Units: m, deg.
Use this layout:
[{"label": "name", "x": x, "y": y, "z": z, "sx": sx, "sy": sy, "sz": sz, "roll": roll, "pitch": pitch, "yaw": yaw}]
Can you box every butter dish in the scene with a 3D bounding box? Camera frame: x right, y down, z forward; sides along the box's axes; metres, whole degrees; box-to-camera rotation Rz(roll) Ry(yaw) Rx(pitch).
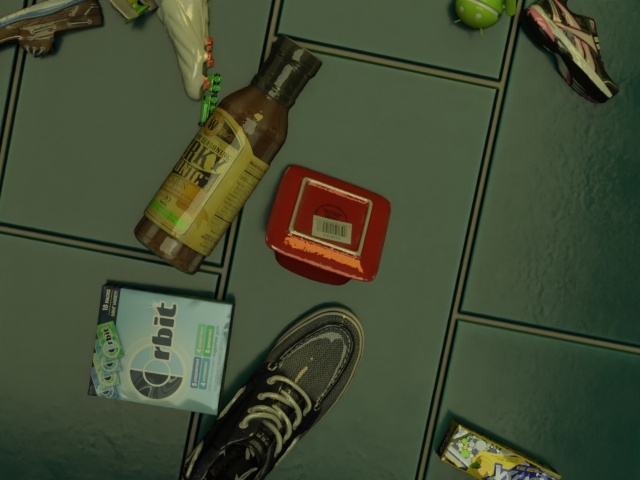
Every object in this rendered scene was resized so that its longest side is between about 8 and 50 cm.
[{"label": "butter dish", "x": 0.000, "y": 0.000, "z": 1.930, "sx": 0.160, "sy": 0.118, "sz": 0.159, "roll": 20, "pitch": 50, "yaw": -6}]

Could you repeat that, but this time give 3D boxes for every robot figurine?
[{"label": "robot figurine", "x": 0.228, "y": -0.343, "z": 1.931, "sx": 0.101, "sy": 0.067, "sz": 0.115, "roll": 27, "pitch": 94, "yaw": 22}]

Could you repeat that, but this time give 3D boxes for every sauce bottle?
[{"label": "sauce bottle", "x": -0.122, "y": -0.121, "z": 1.910, "sx": 0.111, "sy": 0.111, "sz": 0.344, "roll": 33, "pitch": 91, "yaw": -6}]

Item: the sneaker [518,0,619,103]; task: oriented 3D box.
[{"label": "sneaker", "x": 0.363, "y": -0.273, "z": 1.948, "sx": 0.077, "sy": 0.072, "sz": 0.178, "roll": -43, "pitch": 102, "yaw": -10}]

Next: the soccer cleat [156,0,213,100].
[{"label": "soccer cleat", "x": -0.186, "y": -0.288, "z": 1.913, "sx": 0.076, "sy": 0.068, "sz": 0.196, "roll": -1, "pitch": 87, "yaw": -1}]

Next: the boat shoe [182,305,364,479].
[{"label": "boat shoe", "x": -0.057, "y": 0.240, "z": 1.920, "sx": 0.127, "sy": 0.158, "sz": 0.340, "roll": 38, "pitch": 92, "yaw": -6}]

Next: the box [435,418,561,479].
[{"label": "box", "x": 0.253, "y": 0.319, "z": 1.999, "sx": 0.169, "sy": 0.054, "sz": 0.059, "roll": 27, "pitch": 92, "yaw": -5}]

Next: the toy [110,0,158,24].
[{"label": "toy", "x": -0.324, "y": -0.383, "z": 1.868, "sx": 0.056, "sy": 0.137, "sz": 0.237, "roll": -40, "pitch": 95, "yaw": 19}]

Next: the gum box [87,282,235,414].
[{"label": "gum box", "x": -0.220, "y": 0.150, "z": 1.948, "sx": 0.184, "sy": 0.041, "sz": 0.156, "roll": 8, "pitch": 93, "yaw": 3}]

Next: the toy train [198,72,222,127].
[{"label": "toy train", "x": -0.154, "y": -0.192, "z": 1.947, "sx": 0.024, "sy": 0.017, "sz": 0.083, "roll": 10, "pitch": 95, "yaw": 5}]

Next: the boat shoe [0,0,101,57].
[{"label": "boat shoe", "x": -0.384, "y": -0.284, "z": 1.899, "sx": 0.183, "sy": 0.066, "sz": 0.066, "roll": -24, "pitch": 97, "yaw": -1}]
